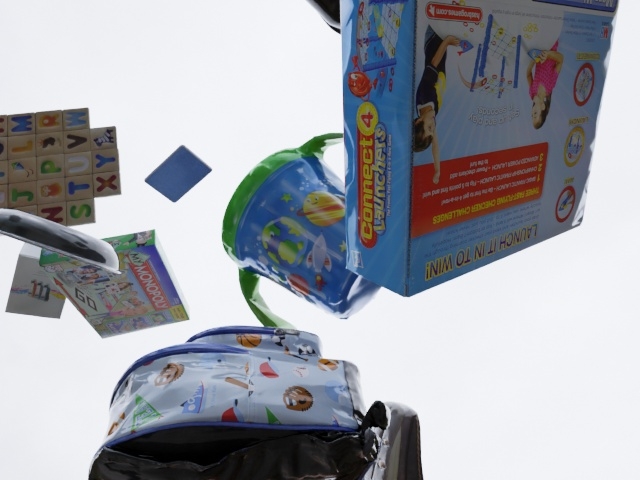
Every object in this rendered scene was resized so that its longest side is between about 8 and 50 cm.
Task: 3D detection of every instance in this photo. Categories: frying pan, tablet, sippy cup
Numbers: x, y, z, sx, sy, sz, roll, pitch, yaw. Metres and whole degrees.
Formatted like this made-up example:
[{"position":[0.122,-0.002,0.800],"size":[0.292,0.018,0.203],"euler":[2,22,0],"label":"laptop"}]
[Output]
[{"position":[-0.426,-0.002,0.657],"size":[0.326,0.197,0.053],"euler":[7,-107,46],"label":"frying pan"},{"position":[-0.196,-0.090,0.584],"size":[0.083,0.006,0.054],"euler":[-35,-54,20],"label":"tablet"},{"position":[0.000,0.000,0.688],"size":[0.224,0.240,0.305],"euler":[34,-41,27],"label":"sippy cup"}]

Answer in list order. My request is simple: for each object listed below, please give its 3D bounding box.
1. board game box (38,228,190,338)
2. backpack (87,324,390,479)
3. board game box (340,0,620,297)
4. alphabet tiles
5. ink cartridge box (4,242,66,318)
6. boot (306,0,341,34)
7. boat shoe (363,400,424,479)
[{"position":[-0.431,0.108,0.941],"size":[0.213,0.317,0.046],"euler":[-10,-127,-9],"label":"board game box"},{"position":[-0.099,0.217,0.462],"size":[0.263,0.213,0.277],"euler":[9,-65,-22],"label":"backpack"},{"position":[0.165,-0.135,0.418],"size":[0.086,0.308,0.302],"euler":[24,-59,51],"label":"board game box"},{"position":[-0.617,-0.156,0.924],"size":[0.342,0.011,0.285],"euler":[-9,-105,-9],"label":"alphabet tiles"},{"position":[-0.719,0.093,1.107],"size":[0.127,0.128,0.176],"euler":[17,-69,-30],"label":"ink cartridge box"},{"position":[-0.046,-0.557,0.858],"size":[0.348,0.260,0.131],"euler":[49,-59,20],"label":"boot"},{"position":[0.121,0.413,0.629],"size":[0.130,0.132,0.356],"euler":[4,-87,-14],"label":"boat shoe"}]
